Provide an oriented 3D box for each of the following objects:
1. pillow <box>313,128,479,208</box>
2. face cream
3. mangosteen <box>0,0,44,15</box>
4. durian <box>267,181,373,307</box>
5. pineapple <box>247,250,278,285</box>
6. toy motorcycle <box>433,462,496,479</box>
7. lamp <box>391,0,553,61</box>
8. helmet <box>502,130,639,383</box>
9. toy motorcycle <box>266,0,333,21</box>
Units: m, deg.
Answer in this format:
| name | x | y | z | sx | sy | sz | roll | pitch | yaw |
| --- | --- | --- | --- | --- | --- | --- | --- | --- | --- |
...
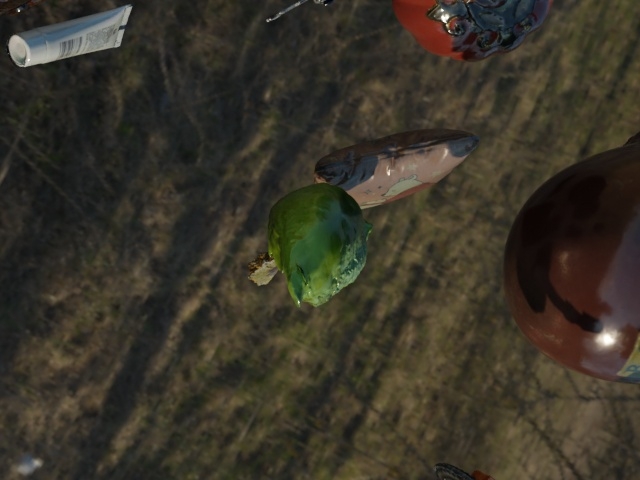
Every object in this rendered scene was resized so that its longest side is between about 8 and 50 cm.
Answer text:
| name | x | y | z | sx | sy | sz | roll | pitch | yaw |
| --- | --- | --- | --- | --- | --- | --- | --- | --- | --- |
| pillow | 0.094 | -0.099 | 1.443 | 0.223 | 0.236 | 0.084 | 102 | -26 | -83 |
| face cream | -0.428 | -0.353 | 1.758 | 0.243 | 0.058 | 0.092 | -28 | 154 | -47 |
| mangosteen | -0.462 | -0.446 | 1.374 | 0.288 | 0.288 | 0.288 | -50 | 154 | -35 |
| durian | 0.000 | 0.000 | 1.233 | 0.101 | 0.139 | 0.250 | -28 | 177 | 18 |
| pineapple | -0.076 | 0.036 | 1.384 | 0.045 | 0.019 | 0.083 | 2 | 144 | -33 |
| toy motorcycle | 0.207 | 0.342 | 1.111 | 0.148 | 0.221 | 0.326 | -49 | 162 | -19 |
| lamp | 0.198 | -0.335 | 1.285 | 0.227 | 0.227 | 0.227 | -50 | 154 | -35 |
| helmet | 0.368 | 0.028 | 1.351 | 0.230 | 0.337 | 0.385 | -4 | 138 | -15 |
| toy motorcycle | 0.050 | -0.496 | 1.700 | 0.401 | 0.207 | 0.134 | -31 | 126 | -25 |
